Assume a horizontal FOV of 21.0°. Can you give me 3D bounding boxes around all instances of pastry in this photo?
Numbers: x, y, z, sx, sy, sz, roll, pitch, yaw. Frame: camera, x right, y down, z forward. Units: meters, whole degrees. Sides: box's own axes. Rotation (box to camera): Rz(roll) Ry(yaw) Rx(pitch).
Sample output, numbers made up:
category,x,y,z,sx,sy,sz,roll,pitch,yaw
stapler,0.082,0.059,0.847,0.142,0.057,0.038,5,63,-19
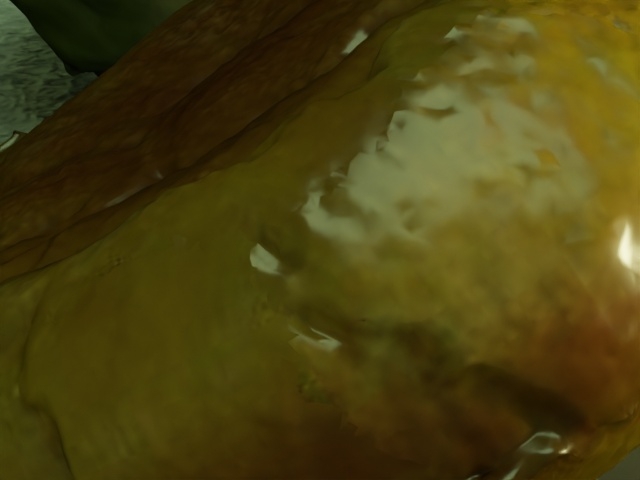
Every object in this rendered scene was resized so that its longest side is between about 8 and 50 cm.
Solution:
category,x,y,z,sx,sy,sz,roll,pitch,yaw
pastry,0.000,0.000,0.578,0.356,0.164,0.356,-32,14,9

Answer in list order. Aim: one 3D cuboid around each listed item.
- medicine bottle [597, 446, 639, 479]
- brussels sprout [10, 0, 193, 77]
category,x,y,z,sx,sy,sz,roll,pitch,yaw
medicine bottle,0.126,0.054,0.600,0.219,0.078,0.115,-20,17,48
brussels sprout,-0.029,-0.194,0.922,0.316,0.243,0.274,18,48,38
